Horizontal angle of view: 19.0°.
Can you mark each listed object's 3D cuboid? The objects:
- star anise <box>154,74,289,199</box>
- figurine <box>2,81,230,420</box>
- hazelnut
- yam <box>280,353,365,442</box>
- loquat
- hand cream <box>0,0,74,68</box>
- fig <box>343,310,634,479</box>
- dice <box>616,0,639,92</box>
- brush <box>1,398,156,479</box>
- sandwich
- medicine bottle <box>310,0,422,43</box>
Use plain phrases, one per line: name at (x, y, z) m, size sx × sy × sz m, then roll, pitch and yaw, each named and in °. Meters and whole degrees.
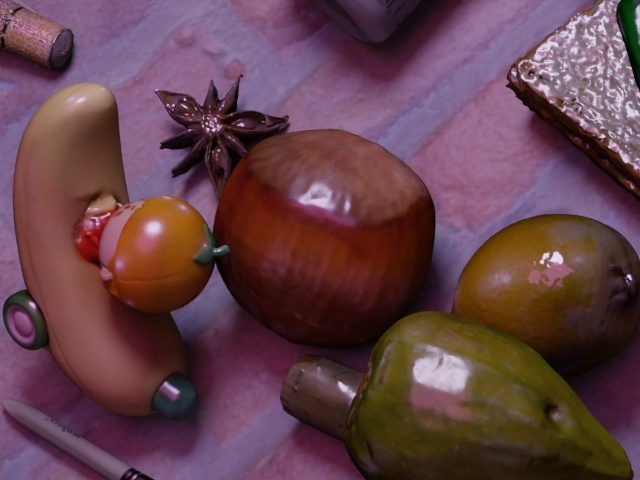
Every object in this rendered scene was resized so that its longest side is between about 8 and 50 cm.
star anise at (-0.113, -0.113, 1.885) m, size 0.129 × 0.056 × 0.124 m, roll 33°, pitch 82°, yaw 9°
figurine at (-0.189, 0.013, 1.758) m, size 0.222 × 0.124 × 0.324 m, roll 15°, pitch 120°, yaw 39°
hazelnut at (0.000, 0.000, 1.754) m, size 0.214 × 0.176 × 0.214 m, roll 4°, pitch 96°, yaw 34°
yam at (0.132, 0.201, 1.693) m, size 0.371 × 0.083 × 0.083 m, roll 27°, pitch 82°, yaw 22°
loquat at (0.194, 0.055, 1.684) m, size 0.195 × 0.152 × 0.152 m, roll -20°, pitch 65°, yaw 36°
hand cream at (-0.347, -0.234, 1.994) m, size 0.203 × 0.084 × 0.084 m, roll 23°, pitch 80°, yaw 18°
fig at (0.125, 0.153, 1.582) m, size 0.233 × 0.167 × 0.167 m, roll 20°, pitch 79°, yaw 35°
dice at (0.329, -0.161, 1.627) m, size 0.131 × 0.128 × 0.120 m, roll -16°, pitch 73°, yaw 8°
brush at (-0.193, 0.222, 1.815) m, size 0.299 × 0.042 × 0.039 m, roll 26°, pitch 82°, yaw 27°
sandwich at (0.346, -0.165, 1.743) m, size 0.249 × 0.095 × 0.273 m, roll 40°, pitch 86°, yaw 21°
medicine bottle at (0.094, -0.342, 1.847) m, size 0.157 × 0.157 × 0.288 m, roll 41°, pitch 87°, yaw 25°
